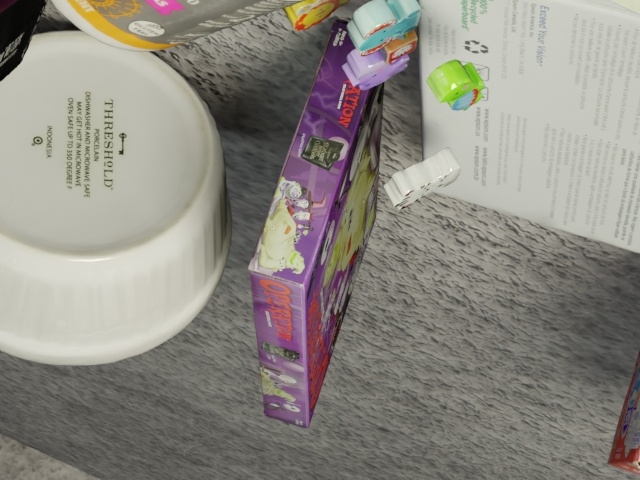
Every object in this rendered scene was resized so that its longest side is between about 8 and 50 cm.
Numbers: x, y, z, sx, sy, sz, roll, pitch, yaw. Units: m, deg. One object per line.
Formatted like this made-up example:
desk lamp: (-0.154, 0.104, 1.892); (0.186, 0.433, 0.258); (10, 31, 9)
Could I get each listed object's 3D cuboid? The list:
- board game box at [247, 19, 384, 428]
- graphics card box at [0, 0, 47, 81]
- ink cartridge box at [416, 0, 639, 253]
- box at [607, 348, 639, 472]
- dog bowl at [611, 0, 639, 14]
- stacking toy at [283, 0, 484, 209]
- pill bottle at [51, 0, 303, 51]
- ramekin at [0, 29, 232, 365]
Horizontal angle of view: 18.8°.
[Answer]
board game box: (0.000, 0.000, 1.513); (0.056, 0.208, 0.347); (20, 160, 8)
graphics card box: (-0.327, -0.170, 1.323); (0.233, 0.094, 0.371); (24, -166, -3)
ink cartridge box: (0.227, -0.082, 1.277); (0.330, 0.071, 0.324); (16, 158, 10)
box: (0.311, 0.121, 1.464); (0.142, 0.154, 0.300); (17, 174, 7)
dog bowl: (0.185, -0.215, 0.864); (0.265, 0.104, 0.265); (24, 151, 15)
stacking toy: (0.034, -0.126, 1.230); (0.167, 0.052, 0.221); (60, 171, 13)
pill bottle: (-0.028, -0.210, 1.065); (0.278, 0.162, 0.162); (-13, 140, 43)
ramekin: (-0.199, -0.046, 1.545); (0.273, 0.273, 0.127); (22, 149, 1)
